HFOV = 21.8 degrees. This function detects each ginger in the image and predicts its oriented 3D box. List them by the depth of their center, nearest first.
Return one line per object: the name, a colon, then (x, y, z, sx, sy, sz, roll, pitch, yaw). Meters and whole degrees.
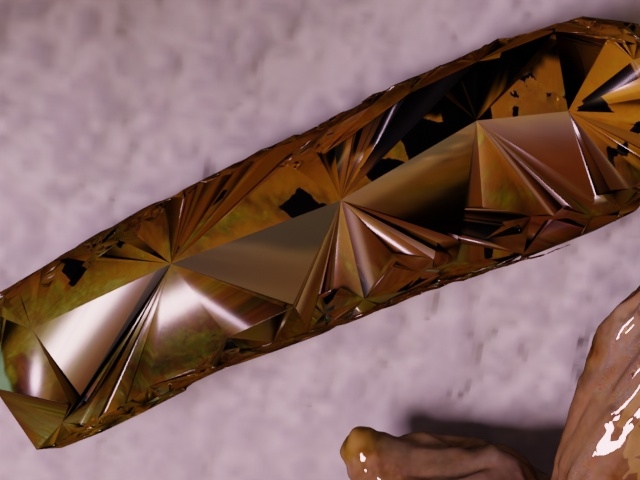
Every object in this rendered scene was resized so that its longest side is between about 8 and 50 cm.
ginger: (0.072, 0.083, 0.547, 0.122, 0.084, 0.290, 42, 112, 0)

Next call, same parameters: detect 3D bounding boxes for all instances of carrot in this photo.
carrot: (0.000, -0.001, 0.508, 0.228, 0.069, 0.069, -24, 112, 10)
